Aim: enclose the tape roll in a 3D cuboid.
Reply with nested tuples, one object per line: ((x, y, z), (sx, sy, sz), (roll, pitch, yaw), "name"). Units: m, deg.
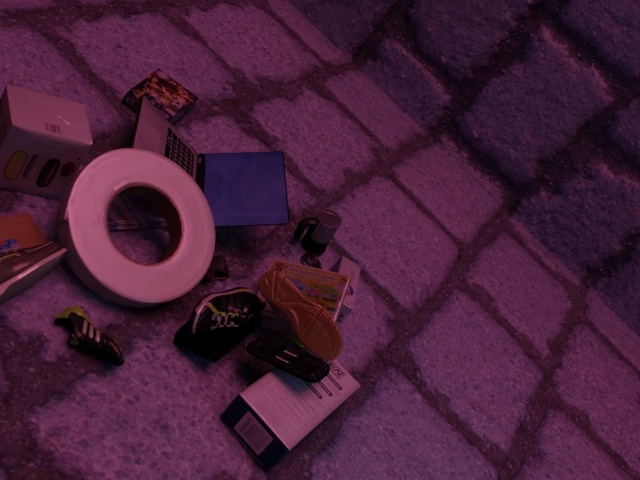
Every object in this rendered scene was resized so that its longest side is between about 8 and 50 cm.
((-0.437, -0.031, 1.877), (0.391, 0.072, 0.392), (14, 67, -36), "tape roll")

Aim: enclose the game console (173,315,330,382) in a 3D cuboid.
((-0.154, 0.257, 1.867), (0.361, 0.044, 0.213), (22, 27, 19), "game console")

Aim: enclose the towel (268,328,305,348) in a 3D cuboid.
((-0.084, 0.238, 2.119), (0.237, 0.021, 0.102), (32, 37, -14), "towel")

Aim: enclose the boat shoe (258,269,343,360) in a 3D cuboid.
((-0.048, 0.191, 1.959), (0.098, 0.096, 0.277), (-39, 79, -16), "boat shoe")

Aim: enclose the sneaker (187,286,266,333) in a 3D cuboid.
((-0.214, 0.171, 1.866), (0.097, 0.084, 0.234), (28, 29, 26), "sneaker")

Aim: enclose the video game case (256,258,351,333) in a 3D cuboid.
((-0.055, 0.156, 2.061), (0.226, 0.026, 0.206), (12, 54, 13), "video game case")

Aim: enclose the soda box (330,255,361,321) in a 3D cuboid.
((0.063, 0.143, 2.338), (0.073, 0.069, 0.216), (33, 32, -12), "soda box")

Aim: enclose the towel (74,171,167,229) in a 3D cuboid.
((-0.519, -0.114, 2.069), (0.285, 0.034, 0.209), (-8, 55, -50), "towel")

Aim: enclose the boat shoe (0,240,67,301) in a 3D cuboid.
((-0.658, 0.067, 1.634), (0.091, 0.109, 0.305), (45, 35, 0), "boat shoe")

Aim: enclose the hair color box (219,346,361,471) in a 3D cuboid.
((-0.065, 0.387, 1.876), (0.174, 0.105, 0.347), (46, 33, 11), "hair color box")

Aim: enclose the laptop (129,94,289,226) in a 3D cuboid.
((-0.307, -0.232, 2.202), (0.408, 0.236, 0.382), (49, 19, -33), "laptop")

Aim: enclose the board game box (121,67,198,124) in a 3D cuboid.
((-0.505, -0.446, 2.472), (0.165, 0.042, 0.243), (36, 32, -8), "board game box")

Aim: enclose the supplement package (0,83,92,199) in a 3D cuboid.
((-0.688, -0.233, 1.874), (0.194, 0.203, 0.149), (11, 43, -38), "supplement package")

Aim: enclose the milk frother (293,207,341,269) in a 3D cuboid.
((0.000, 0.000, 2.377), (0.129, 0.135, 0.143), (-14, 58, -37), "milk frother")

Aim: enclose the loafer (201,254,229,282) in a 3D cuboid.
((-0.301, 0.082, 2.039), (0.170, 0.062, 0.061), (-15, 67, -52), "loafer")

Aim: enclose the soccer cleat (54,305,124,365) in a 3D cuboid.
((-0.499, 0.216, 1.679), (0.179, 0.060, 0.072), (41, 41, 12), "soccer cleat")

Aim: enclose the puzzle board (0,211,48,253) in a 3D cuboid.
((-0.702, -0.016, 1.780), (0.096, 0.011, 0.128), (52, 34, 14), "puzzle board")
